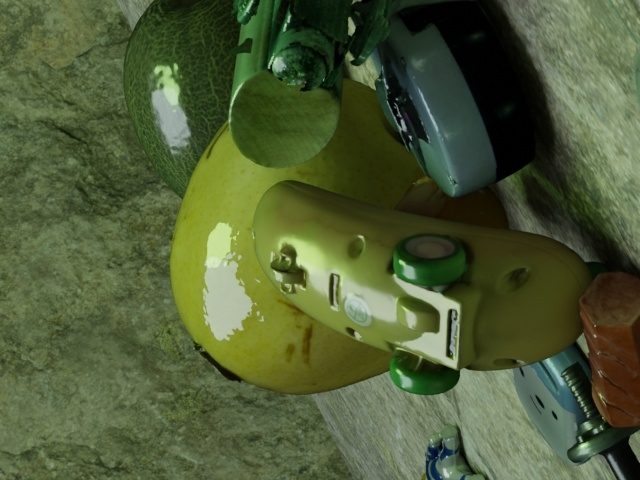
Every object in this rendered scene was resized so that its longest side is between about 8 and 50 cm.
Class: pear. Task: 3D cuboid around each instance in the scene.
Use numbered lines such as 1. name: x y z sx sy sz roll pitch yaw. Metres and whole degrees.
1. pear: 0.000 0.000 1.900 0.309 0.309 0.309 59 171 16

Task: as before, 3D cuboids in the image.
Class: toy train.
1. toy train: -0.025 -0.202 1.580 0.126 0.189 0.307 25 -143 -18

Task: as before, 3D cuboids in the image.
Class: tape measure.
1. tape measure: 0.103 -0.127 1.601 0.181 0.107 0.182 -131 17 -80

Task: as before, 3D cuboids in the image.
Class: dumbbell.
1. dumbbell: 0.283 0.223 1.713 0.254 0.081 0.081 61 171 6

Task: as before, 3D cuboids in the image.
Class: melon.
1. melon: -0.096 -0.155 2.208 0.237 0.237 0.302 49 164 55

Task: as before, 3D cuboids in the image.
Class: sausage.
1. sausage: 0.250 0.099 1.584 0.065 0.065 0.169 54 168 39

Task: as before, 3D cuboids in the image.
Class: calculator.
1. calculator: 0.229 0.139 1.903 0.121 0.039 0.210 54 168 33

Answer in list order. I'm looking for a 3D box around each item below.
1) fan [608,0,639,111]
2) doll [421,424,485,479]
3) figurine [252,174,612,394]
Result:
1. fan: 0.225 -0.109 1.265 0.329 0.009 0.191 58 172 7
2. doll: 0.179 0.327 2.691 0.114 0.057 0.227 56 168 11
3. figurine: 0.087 0.012 1.650 0.324 0.222 0.124 20 124 35
